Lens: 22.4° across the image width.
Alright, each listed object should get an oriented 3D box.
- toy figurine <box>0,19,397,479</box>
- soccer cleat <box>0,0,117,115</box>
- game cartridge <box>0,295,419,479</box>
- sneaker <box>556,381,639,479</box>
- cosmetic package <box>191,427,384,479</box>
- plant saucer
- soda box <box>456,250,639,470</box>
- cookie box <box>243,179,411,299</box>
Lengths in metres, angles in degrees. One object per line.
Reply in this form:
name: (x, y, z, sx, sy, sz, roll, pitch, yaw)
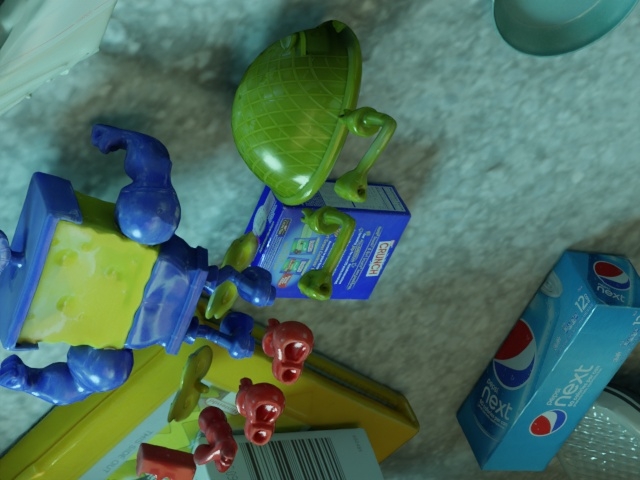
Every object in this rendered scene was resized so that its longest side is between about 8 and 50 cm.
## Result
toy figurine: (-0.125, 0.015, 1.049, 0.217, 0.191, 0.362, 14, 114, -18)
soccer cleat: (-0.178, -0.116, 0.984, 0.076, 0.068, 0.196, 24, 117, -44)
game cartridge: (-0.118, 0.201, 1.349, 0.324, 0.052, 0.285, -44, 135, 18)
sneaker: (0.338, 0.219, 1.544, 0.126, 0.127, 0.321, -16, 126, 44)
cosmetic package: (-0.034, 0.269, 1.310, 0.151, 0.151, 0.183, -1, 134, -22)
plant saucer: (0.170, -0.180, 1.116, 0.119, 0.021, 0.119, -13, 137, -13)
soda box: (0.201, 0.107, 1.392, 0.071, 0.067, 0.210, 6, 130, -30)
cookie box: (0.000, 0.000, 1.205, 0.107, 0.040, 0.091, 3, 131, -28)
